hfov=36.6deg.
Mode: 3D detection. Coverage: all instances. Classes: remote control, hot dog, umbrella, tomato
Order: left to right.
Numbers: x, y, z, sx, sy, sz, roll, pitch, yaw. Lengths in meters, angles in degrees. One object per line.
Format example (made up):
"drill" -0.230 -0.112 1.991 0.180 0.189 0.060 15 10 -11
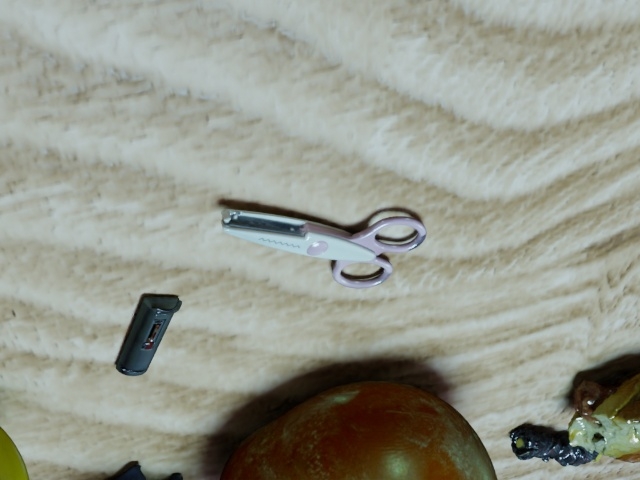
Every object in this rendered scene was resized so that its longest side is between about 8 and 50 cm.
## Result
"remote control" -0.137 0.078 0.763 0.034 0.016 0.091 1 137 -30
"tomato" 0.040 0.270 0.899 0.270 0.223 0.270 -13 138 -12
"umbrella" 0.273 0.238 1.104 0.144 0.040 0.037 15 120 -37
"hot dog" 0.363 0.187 1.043 0.213 0.103 0.146 19 149 -26

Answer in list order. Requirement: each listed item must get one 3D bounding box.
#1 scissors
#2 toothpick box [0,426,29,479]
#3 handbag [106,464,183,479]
"scissors" 0.000 0.000 0.728 0.176 0.022 0.085 12 134 -38
"toothpick box" -0.340 0.257 0.762 0.175 0.175 0.271 5 138 -28
"handbag" -0.212 0.408 0.883 0.329 0.303 0.122 -41 139 23
